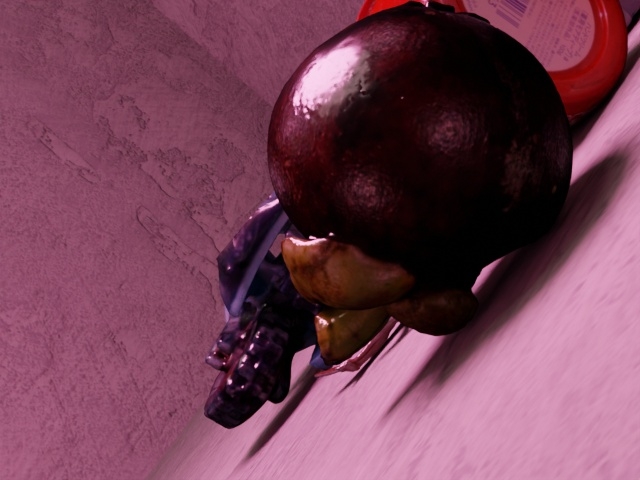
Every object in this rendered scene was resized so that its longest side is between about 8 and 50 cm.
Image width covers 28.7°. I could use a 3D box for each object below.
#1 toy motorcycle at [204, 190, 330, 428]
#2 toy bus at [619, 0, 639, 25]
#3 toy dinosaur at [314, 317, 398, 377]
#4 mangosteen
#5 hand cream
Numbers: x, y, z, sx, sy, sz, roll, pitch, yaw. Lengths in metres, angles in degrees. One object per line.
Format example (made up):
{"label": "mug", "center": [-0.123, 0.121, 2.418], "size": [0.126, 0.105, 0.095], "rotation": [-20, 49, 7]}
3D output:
{"label": "toy motorcycle", "center": [0.000, 0.000, 1.286], "size": [0.416, 0.172, 0.232], "rotation": [-58, 6, 11]}
{"label": "toy bus", "center": [0.264, -0.249, 1.193], "size": [0.317, 0.112, 0.138], "rotation": [-51, 12, -24]}
{"label": "toy dinosaur", "center": [0.063, 0.049, 0.990], "size": [0.220, 0.032, 0.108], "rotation": [-46, 1, 33]}
{"label": "mangosteen", "center": [0.052, -0.027, 0.758], "size": [0.194, 0.194, 0.230], "rotation": [-120, 46, -88]}
{"label": "hand cream", "center": [0.132, -0.154, 0.977], "size": [0.193, 0.193, 0.125], "rotation": [-51, 4, -37]}
